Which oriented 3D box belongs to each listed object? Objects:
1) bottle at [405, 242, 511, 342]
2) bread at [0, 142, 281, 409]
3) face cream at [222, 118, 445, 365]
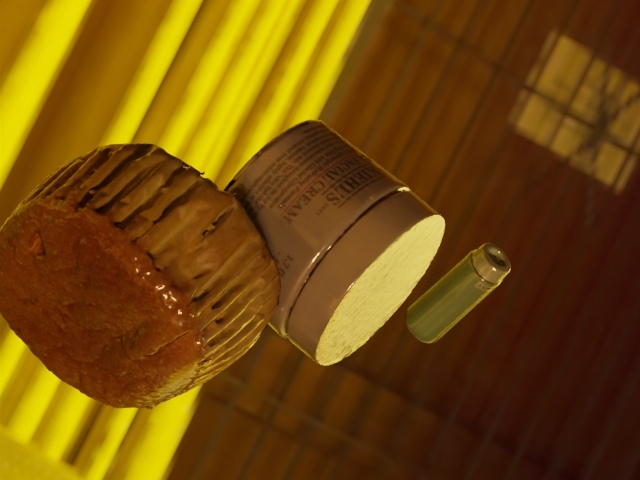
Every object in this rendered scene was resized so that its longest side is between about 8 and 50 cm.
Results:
[{"bbox_3d":[0.092,0.035,1.261,0.030,0.083,0.030,28,38,-24],"label":"bottle"},{"bbox_3d":[-0.164,0.034,1.608,0.227,0.142,0.253,50,-32,-11],"label":"bread"},{"bbox_3d":[0.000,0.000,1.695,0.153,0.177,0.177,40,1,16],"label":"face cream"}]
